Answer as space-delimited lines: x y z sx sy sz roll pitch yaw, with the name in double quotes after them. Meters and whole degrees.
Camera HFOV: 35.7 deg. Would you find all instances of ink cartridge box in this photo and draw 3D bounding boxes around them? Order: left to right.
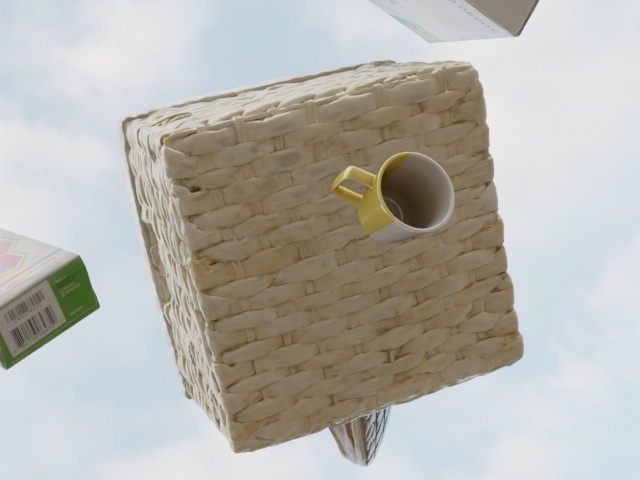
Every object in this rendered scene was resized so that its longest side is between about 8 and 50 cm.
-0.322 0.045 0.961 0.109 0.209 0.062 -37 -54 -35 "ink cartridge box"
0.140 -0.307 1.153 0.154 0.212 0.093 30 -91 -23 "ink cartridge box"

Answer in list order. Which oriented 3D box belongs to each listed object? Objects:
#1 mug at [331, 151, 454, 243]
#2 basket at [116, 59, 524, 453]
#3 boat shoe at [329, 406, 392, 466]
0.054 -0.033 0.752 0.062 0.064 0.078 -40 -90 -27 "mug"
0.000 0.000 1.007 0.331 0.266 0.328 -15 -78 -16 "basket"
0.020 0.161 1.308 0.117 0.123 0.324 5 -57 26 "boat shoe"
